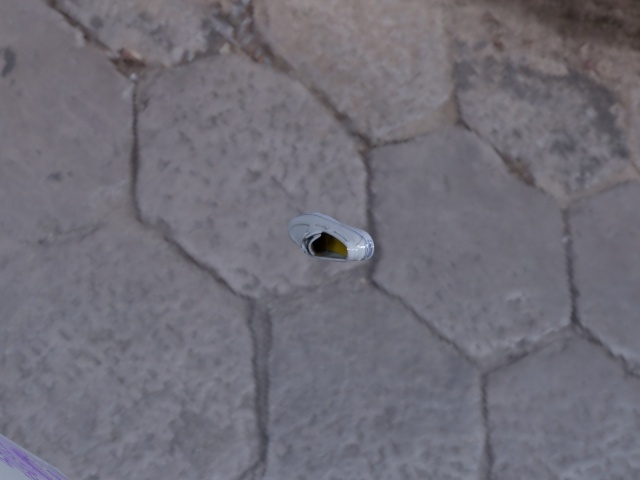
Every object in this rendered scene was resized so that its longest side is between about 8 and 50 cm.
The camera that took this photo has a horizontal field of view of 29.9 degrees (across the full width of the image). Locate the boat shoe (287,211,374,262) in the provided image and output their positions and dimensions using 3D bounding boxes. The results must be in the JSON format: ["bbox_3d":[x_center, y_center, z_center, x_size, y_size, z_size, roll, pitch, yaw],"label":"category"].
[{"bbox_3d":[0.000,0.000,1.040,0.035,0.100,0.035,-15,114,-40],"label":"boat shoe"}]

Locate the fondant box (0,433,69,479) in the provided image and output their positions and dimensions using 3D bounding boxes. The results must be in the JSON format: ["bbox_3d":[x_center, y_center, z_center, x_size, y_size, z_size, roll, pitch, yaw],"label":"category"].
[{"bbox_3d":[-0.203,0.081,0.430,0.330,0.238,0.096,43,77,-30],"label":"fondant box"}]
